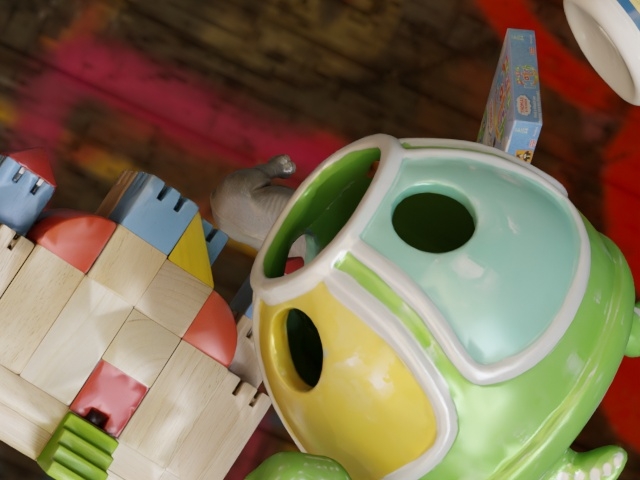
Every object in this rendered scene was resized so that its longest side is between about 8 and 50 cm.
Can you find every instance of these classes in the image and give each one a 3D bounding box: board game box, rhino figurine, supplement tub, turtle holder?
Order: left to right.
[{"bbox_3d":[0.000,0.000,1.657,0.106,0.243,0.073,-37,153,-55],"label":"rhino figurine"},{"bbox_3d":[0.055,0.078,1.151,0.320,0.227,0.243,-50,-158,-9],"label":"turtle holder"},{"bbox_3d":[0.220,-0.119,2.045,0.211,0.039,0.160,102,-7,-47],"label":"board game box"},{"bbox_3d":[0.356,-0.240,1.699,0.199,0.144,0.144,-34,-172,-3],"label":"supplement tub"}]

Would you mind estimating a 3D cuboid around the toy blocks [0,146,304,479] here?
[{"bbox_3d":[-0.172,0.061,1.419,0.261,0.381,0.190,-58,-161,-6],"label":"toy blocks"}]
